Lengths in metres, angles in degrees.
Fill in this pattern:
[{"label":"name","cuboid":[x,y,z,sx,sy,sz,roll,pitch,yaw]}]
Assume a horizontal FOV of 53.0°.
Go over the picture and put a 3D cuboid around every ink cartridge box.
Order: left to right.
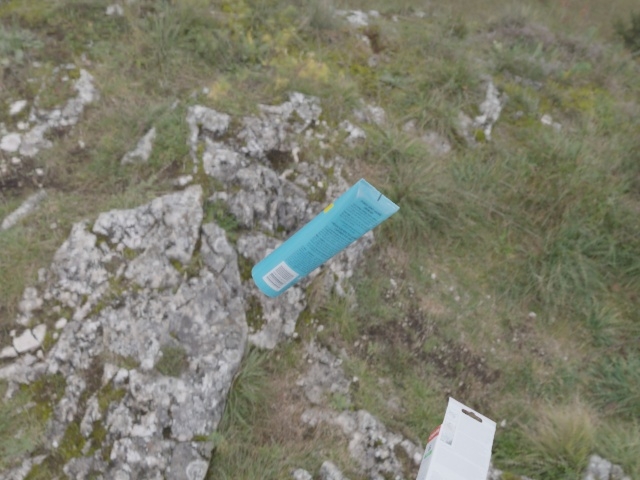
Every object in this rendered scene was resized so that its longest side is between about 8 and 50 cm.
[{"label":"ink cartridge box","cuboid":[0.143,0.229,0.676,0.063,0.029,0.115,30,45,1]}]

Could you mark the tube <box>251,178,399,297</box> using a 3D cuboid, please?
[{"label":"tube","cuboid":[0.000,0.000,0.834,0.080,0.207,0.052,28,34,-45]}]
